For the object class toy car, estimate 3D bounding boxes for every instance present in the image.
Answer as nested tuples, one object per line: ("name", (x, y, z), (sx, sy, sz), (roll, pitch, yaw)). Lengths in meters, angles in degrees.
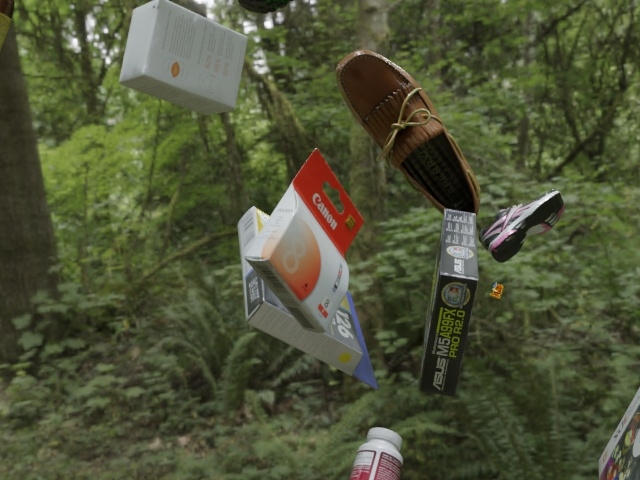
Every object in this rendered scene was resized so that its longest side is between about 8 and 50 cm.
("toy car", (0.351, 0.108, 1.605), (0.122, 0.040, 0.060), (10, -27, 46))

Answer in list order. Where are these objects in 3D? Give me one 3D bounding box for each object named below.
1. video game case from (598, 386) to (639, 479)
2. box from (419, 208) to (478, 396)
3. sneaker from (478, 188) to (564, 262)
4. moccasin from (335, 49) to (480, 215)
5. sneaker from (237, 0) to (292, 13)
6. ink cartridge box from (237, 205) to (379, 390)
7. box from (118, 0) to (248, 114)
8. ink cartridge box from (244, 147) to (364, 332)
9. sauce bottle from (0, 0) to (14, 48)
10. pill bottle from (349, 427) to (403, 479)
("video game case", (0.351, 0.255, 0.791), (0.042, 0.210, 0.232), (17, 34, 10))
("box", (0.216, 0.095, 1.255), (0.060, 0.216, 0.270), (8, 26, 7))
("sneaker", (0.363, -0.042, 1.370), (0.178, 0.072, 0.077), (-34, 41, -11))
("moccasin", (0.165, -0.185, 1.372), (0.139, 0.380, 0.147), (-32, 18, 10))
("sneaker", (-0.070, -0.618, 1.495), (0.134, 0.343, 0.146), (19, 22, -28))
("ink cartridge box", (-0.013, 0.105, 1.415), (0.307, 0.072, 0.303), (29, 24, -26))
("box", (-0.220, -0.292, 1.210), (0.170, 0.130, 0.091), (15, -8, -40))
("ink cartridge box", (0.000, 0.000, 0.911), (0.045, 0.145, 0.179), (7, 55, 41))
("sauce bottle", (-0.350, -0.240, 0.794), (0.042, 0.128, 0.042), (22, -1, 0))
("pill bottle", (0.098, 0.415, 1.321), (0.086, 0.152, 0.086), (14, -36, 10))
